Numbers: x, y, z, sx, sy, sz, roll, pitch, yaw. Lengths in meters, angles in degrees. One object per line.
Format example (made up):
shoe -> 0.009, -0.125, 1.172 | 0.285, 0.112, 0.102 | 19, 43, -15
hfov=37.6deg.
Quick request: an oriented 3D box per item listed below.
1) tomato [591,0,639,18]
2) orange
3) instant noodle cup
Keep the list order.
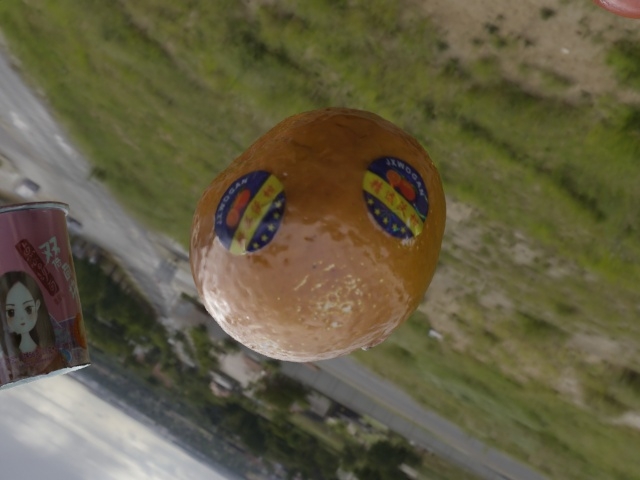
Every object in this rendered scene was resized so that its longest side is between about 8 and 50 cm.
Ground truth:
tomato -> 0.449, -0.432, 1.285 | 0.224, 0.256, 0.256 | -7, 163, -2
orange -> -0.001, -0.003, 0.615 | 0.155, 0.178, 0.177 | 40, 163, -20
instant noodle cup -> -0.438, 0.086, 1.299 | 0.243, 0.243, 0.231 | 147, 107, -73
